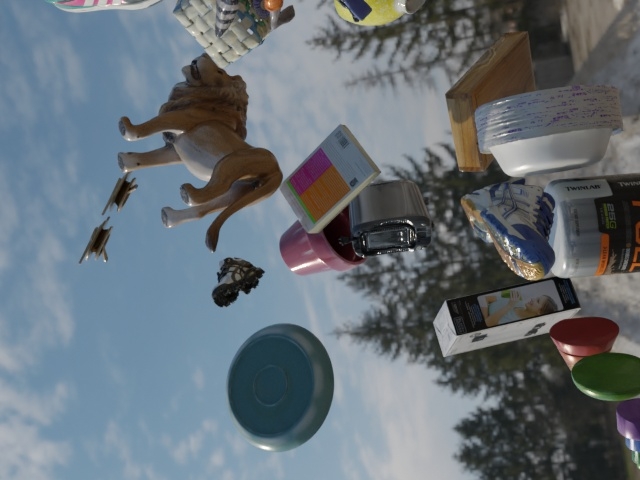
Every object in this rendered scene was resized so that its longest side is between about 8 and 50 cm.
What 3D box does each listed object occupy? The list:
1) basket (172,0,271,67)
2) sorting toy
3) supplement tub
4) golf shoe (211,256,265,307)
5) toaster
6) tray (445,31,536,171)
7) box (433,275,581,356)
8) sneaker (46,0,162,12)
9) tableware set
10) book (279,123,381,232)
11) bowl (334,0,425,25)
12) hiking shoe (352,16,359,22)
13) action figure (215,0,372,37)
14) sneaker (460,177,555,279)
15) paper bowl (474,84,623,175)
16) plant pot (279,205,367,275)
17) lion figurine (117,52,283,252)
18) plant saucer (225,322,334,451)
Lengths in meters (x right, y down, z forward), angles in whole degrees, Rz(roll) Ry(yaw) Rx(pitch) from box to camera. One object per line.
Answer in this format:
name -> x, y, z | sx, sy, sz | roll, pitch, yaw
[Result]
basket -> -0.209, -0.562, 2.045 | 0.255, 0.201, 0.289 | 45, -150, -28
sorting toy -> 0.482, 0.257, 1.449 | 0.365, 0.127, 0.126 | -94, -6, -70
supplement tub -> 0.638, -0.036, 1.772 | 0.207, 0.338, 0.207 | -5, -90, -88
golf shoe -> -0.209, 0.089, 1.955 | 0.094, 0.077, 0.198 | 38, -159, 10
toaster -> 0.151, -0.053, 2.050 | 0.129, 0.227, 0.146 | 78, -176, -50
tray -> 0.440, -0.356, 2.171 | 0.411, 0.076, 0.202 | -47, -49, -46
box -> 0.414, 0.169, 1.943 | 0.169, 0.290, 0.087 | 94, 163, -67
sneaker -> -0.412, -0.497, 1.583 | 0.178, 0.296, 0.123 | -6, -90, -73
tableware set -> -0.398, -0.041, 1.669 | 0.194, 0.039, 0.128 | -62, 7, 11
book -> 0.011, -0.093, 1.314 | 0.096, 0.144, 0.035 | 55, -155, 18
bowl -> 0.184, -0.647, 2.141 | 0.289, 0.156, 0.289 | -42, -27, -28
hiking shoe -> 0.111, -0.520, 1.623 | 0.114, 0.227, 0.086 | 46, 178, -32
action figure -> -0.093, -0.442, 1.481 | 0.341, 0.178, 0.330 | 41, 171, -3
sneaker -> 0.332, -0.039, 1.418 | 0.112, 0.131, 0.296 | 62, -178, -24
paper bowl -> 0.459, -0.213, 1.734 | 0.284, 0.284, 0.148 | 0, -97, -73
plant pot -> 0.000, 0.000, 2.210 | 0.201, 0.180, 0.201 | 28, -131, -37
lion figurine -> -0.156, -0.131, 1.309 | 0.392, 0.240, 0.142 | 51, 145, 36
plant saucer -> -0.114, 0.357, 2.125 | 0.044, 0.318, 0.317 | 25, -123, -55
